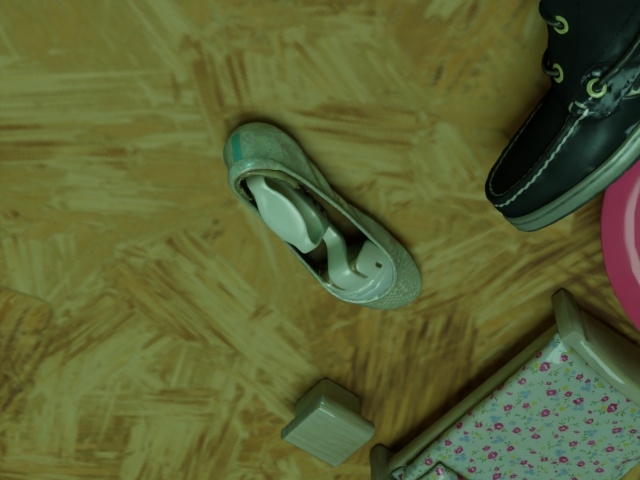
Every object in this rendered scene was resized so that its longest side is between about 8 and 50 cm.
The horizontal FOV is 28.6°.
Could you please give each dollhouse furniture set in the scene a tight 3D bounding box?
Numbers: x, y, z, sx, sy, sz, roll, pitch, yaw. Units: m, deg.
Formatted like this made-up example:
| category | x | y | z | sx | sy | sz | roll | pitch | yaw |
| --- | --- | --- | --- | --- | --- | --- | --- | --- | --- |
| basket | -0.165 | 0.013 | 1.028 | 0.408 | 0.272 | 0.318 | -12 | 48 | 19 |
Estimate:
| category | x | y | z | sx | sy | sz | roll | pitch | yaw |
| --- | --- | --- | --- | --- | --- | --- | --- | --- | --- |
| dollhouse furniture set | 0.205 | 0.157 | 0.787 | 0.355 | 0.174 | 0.303 | 31 | 122 | -22 |

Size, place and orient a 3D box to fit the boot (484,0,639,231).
| category | x | y | z | sx | sy | sz | roll | pitch | yaw |
| --- | --- | --- | --- | --- | --- | --- | --- | --- | --- |
| boot | 0.111 | -0.131 | 0.621 | 0.178 | 0.085 | 0.236 | 28 | 118 | -17 |

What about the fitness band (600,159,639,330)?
| category | x | y | z | sx | sy | sz | roll | pitch | yaw |
| --- | --- | --- | --- | --- | --- | --- | --- | --- | --- |
| fitness band | 0.296 | -0.009 | 0.677 | 0.291 | 0.054 | 0.209 | -3 | 122 | 28 |

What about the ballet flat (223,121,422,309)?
| category | x | y | z | sx | sy | sz | roll | pitch | yaw |
| --- | --- | --- | --- | --- | --- | --- | --- | --- | --- |
| ballet flat | 0.000 | 0.000 | 0.740 | 0.057 | 0.052 | 0.168 | -34 | 121 | 23 |
